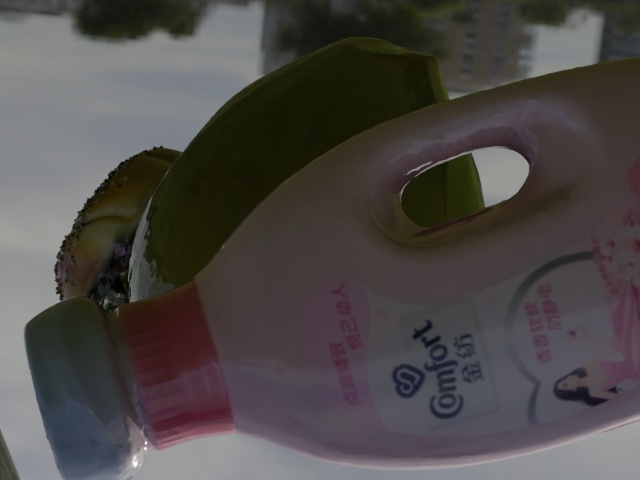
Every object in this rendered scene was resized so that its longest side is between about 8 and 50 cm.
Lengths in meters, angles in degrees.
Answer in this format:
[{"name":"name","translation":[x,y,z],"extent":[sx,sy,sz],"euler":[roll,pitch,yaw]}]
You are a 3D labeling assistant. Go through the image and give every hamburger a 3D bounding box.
[{"name":"hamburger","translation":[-0.116,0.001,1.141],"extent":[0.093,0.164,0.189],"euler":[38,-153,7]}]

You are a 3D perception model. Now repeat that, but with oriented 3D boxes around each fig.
[{"name":"fig","translation":[-0.004,0.004,0.942],"extent":[0.207,0.230,0.207],"euler":[4,163,1]}]

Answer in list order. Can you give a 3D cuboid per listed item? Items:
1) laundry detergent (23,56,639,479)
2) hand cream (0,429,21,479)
[{"name":"laundry detergent","translation":[0.042,0.024,0.711],"extent":[0.335,0.159,0.088],"euler":[-15,177,-7]},{"name":"hand cream","translation":[-0.172,0.171,0.910],"extent":[0.043,0.209,0.067],"euler":[-23,168,9]}]
